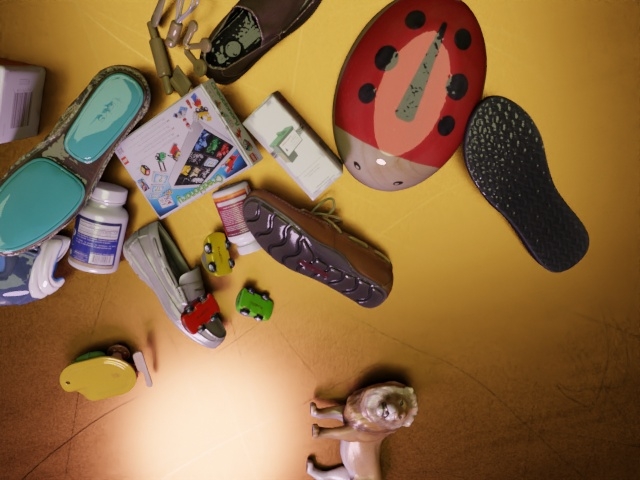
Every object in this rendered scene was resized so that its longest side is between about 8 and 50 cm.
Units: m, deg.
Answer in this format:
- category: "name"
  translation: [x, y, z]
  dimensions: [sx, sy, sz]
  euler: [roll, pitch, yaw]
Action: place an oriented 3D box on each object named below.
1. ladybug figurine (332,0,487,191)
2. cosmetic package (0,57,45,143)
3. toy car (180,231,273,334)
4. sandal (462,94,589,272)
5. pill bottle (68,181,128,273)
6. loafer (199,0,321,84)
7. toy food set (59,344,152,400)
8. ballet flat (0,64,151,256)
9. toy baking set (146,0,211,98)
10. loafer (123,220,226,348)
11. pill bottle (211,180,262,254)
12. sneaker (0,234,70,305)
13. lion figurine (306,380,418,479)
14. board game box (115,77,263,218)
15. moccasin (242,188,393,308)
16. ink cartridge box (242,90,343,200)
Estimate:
- category: "ladybug figurine"
  translation: [0.188, -0.311, 1.645]
  dimensions: [0.305, 0.162, 0.449]
  euler: [19, 102, -2]
- category: "cosmetic package"
  translation: [-0.838, -0.328, 1.637]
  dimensions: [0.453, 0.230, 0.161]
  euler: [11, 102, -2]
- category: "toy car"
  translation: [-0.204, 0.125, 1.773]
  dimensions: [0.225, 0.053, 0.239]
  euler: [31, 63, -36]
- category: "sandal"
  translation: [0.428, -0.116, 1.717]
  dimensions: [0.167, 0.107, 0.446]
  euler: [-33, 114, 2]
- category: "pill bottle"
  translation: [-0.487, -0.031, 1.752]
  dimensions: [0.112, 0.112, 0.187]
  euler: [15, 102, -2]
- category: "loafer"
  translation: [-0.112, -0.464, 1.635]
  dimensions: [0.134, 0.130, 0.366]
  euler: [40, 101, -7]
- category: "toy food set"
  translation: [-0.498, 0.300, 1.855]
  dimensions: [0.218, 0.071, 0.128]
  euler: [-13, 126, 6]
- category: "ballet flat"
  translation: [-0.535, -0.170, 1.683]
  dimensions: [0.164, 0.182, 0.483]
  euler: [39, 87, -19]
- category: "toy baking set"
  translation: [-0.295, -0.426, 1.645]
  dimensions: [0.197, 0.030, 0.256]
  euler: [-21, 86, 45]
- category: "loafer"
  translation: [-0.311, 0.102, 1.777]
  dimensions: [0.111, 0.112, 0.319]
  euler: [-35, 99, 17]
- category: "pill bottle"
  translation: [-0.177, -0.049, 1.752]
  dimensions: [0.086, 0.086, 0.152]
  euler: [-19, 101, 6]
- category: "sneaker"
  translation: [-0.689, -0.016, 1.773]
  dimensions: [0.236, 0.130, 0.323]
  euler: [-12, 85, -18]
- category: "lion figurine"
  translation: [0.092, 0.498, 1.859]
  dimensions: [0.240, 0.142, 0.392]
  euler: [2, 117, -7]
- category: "board game box"
  translation: [-0.287, -0.186, 1.674]
  dimensions: [0.305, 0.053, 0.193]
  euler: [-25, 103, 36]
- category: "moccasin"
  translation: [0.001, -0.002, 1.728]
  dimensions: [0.380, 0.147, 0.139]
  euler: [27, 136, -11]
- category: "ink cartridge box"
  translation: [-0.054, -0.205, 1.677]
  dimensions: [0.092, 0.160, 0.219]
  euler: [-42, 97, 9]
